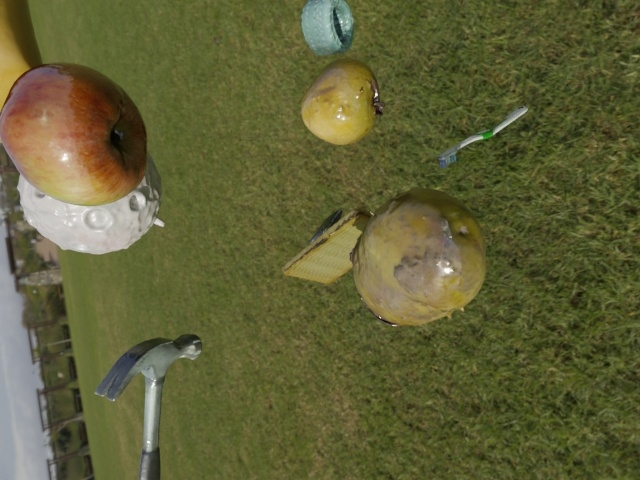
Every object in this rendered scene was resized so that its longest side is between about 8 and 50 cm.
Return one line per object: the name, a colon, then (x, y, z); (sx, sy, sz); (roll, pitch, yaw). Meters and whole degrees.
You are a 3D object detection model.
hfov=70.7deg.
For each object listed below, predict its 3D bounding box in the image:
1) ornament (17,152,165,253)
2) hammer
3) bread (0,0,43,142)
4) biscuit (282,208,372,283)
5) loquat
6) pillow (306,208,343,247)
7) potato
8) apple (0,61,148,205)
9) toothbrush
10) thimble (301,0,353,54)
ornament: (-0.582, -0.134, 1.154); (0.337, 0.336, 0.338); (20, 114, 54)
hammer: (-0.170, 0.219, 0.437); (0.029, 0.103, 0.247); (6, 92, 31)
bread: (-0.379, -0.219, 0.494); (0.147, 0.098, 0.218); (-34, 72, 31)
biscuit: (0.048, 0.018, 1.024); (0.254, 0.172, 0.029); (-38, 54, 30)
loquat: (0.037, -0.275, 0.911); (0.204, 0.149, 0.172); (-4, 58, 46)
pillow: (0.000, 0.000, 1.437); (0.055, 0.141, 0.208); (33, 132, 1)
potato: (0.165, 0.024, 0.732); (0.266, 0.229, 0.230); (82, 169, -73)
apple: (-0.220, -0.092, 0.407); (0.126, 0.101, 0.126); (-4, -90, -82)
toothbrush: (0.360, -0.235, 0.982); (0.030, 0.303, 0.030); (42, 152, 29)
thimble: (0.029, -0.857, 1.786); (0.143, 0.199, 0.235); (8, 144, 29)
